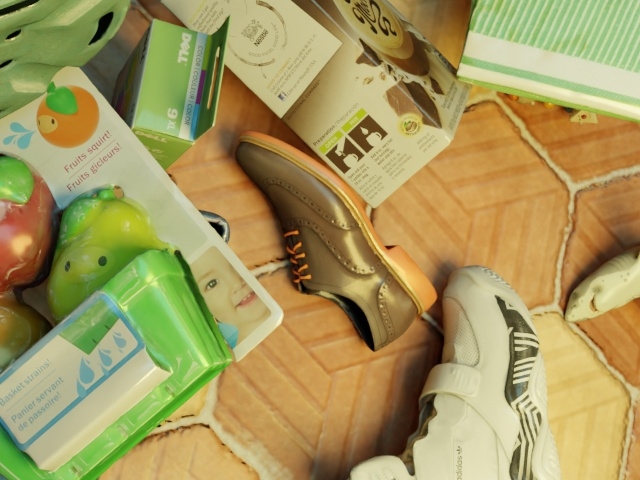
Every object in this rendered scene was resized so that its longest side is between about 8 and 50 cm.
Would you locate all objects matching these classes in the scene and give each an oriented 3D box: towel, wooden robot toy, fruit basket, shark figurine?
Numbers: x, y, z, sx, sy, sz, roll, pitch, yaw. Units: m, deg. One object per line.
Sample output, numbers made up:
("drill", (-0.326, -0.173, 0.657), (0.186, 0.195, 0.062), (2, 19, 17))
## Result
("towel", (0.292, -0.296, 1.101), (0.248, 0.038, 0.324), (14, 86, 3))
("wooden robot toy", (0.254, -0.196, 1.238), (0.079, 0.076, 0.173), (-30, 91, -12))
("fruit basket", (-0.262, 0.038, 0.912), (0.327, 0.165, 0.353), (-40, 90, 2))
("shark figurine", (0.435, 0.038, 1.248), (0.278, 0.116, 0.166), (12, 109, -10))

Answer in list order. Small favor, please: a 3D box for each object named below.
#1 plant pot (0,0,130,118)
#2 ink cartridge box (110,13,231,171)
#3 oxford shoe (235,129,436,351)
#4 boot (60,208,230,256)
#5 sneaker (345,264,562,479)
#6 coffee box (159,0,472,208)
("plant pot", (-0.332, -0.262, 0.781), (0.341, 0.341, 0.334), (-30, 87, -23))
("ink cartridge box", (-0.151, -0.135, 0.992), (0.062, 0.209, 0.109), (14, 75, -20))
("oxford shoe", (0.000, 0.000, 1.089), (0.271, 0.097, 0.098), (45, 75, -7))
("boot", (-0.186, -0.009, 1.022), (0.190, 0.086, 0.069), (-1, 80, -21))
("sneaker", (0.116, 0.194, 1.059), (0.210, 0.137, 0.365), (-1, 65, -13))
("coffee box", (0.004, -0.199, 1.076), (0.297, 0.119, 0.168), (43, 29, -9))
